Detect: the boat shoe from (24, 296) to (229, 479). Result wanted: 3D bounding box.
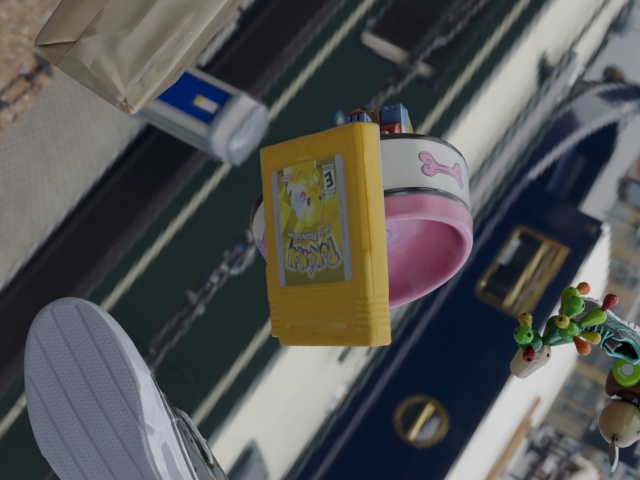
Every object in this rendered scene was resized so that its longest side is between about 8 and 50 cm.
[{"bbox_3d":[-0.166,0.207,1.085,0.121,0.335,0.119,-31,168,13],"label":"boat shoe"}]

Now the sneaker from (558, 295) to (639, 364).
[{"bbox_3d":[0.467,0.149,1.904,0.065,0.166,0.076,-60,-167,27],"label":"sneaker"}]

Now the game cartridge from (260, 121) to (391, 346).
[{"bbox_3d":[0.000,0.000,1.767,0.053,0.285,0.323,0,85,-33],"label":"game cartridge"}]

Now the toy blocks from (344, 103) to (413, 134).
[{"bbox_3d":[0.151,-0.176,2.574,0.381,0.191,0.260,32,53,-62],"label":"toy blocks"}]

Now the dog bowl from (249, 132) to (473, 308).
[{"bbox_3d":[0.088,-0.009,2.057,0.408,0.150,0.408,-12,150,-7],"label":"dog bowl"}]

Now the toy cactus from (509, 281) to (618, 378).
[{"bbox_3d":[0.365,0.156,1.809,0.219,0.112,0.180,-22,154,-47],"label":"toy cactus"}]

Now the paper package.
[{"bbox_3d":[-0.205,-0.347,1.582,0.309,0.168,0.325,-48,-171,14],"label":"paper package"}]

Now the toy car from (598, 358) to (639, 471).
[{"bbox_3d":[0.560,0.325,2.077,0.188,0.149,0.155,-64,157,-12],"label":"toy car"}]
